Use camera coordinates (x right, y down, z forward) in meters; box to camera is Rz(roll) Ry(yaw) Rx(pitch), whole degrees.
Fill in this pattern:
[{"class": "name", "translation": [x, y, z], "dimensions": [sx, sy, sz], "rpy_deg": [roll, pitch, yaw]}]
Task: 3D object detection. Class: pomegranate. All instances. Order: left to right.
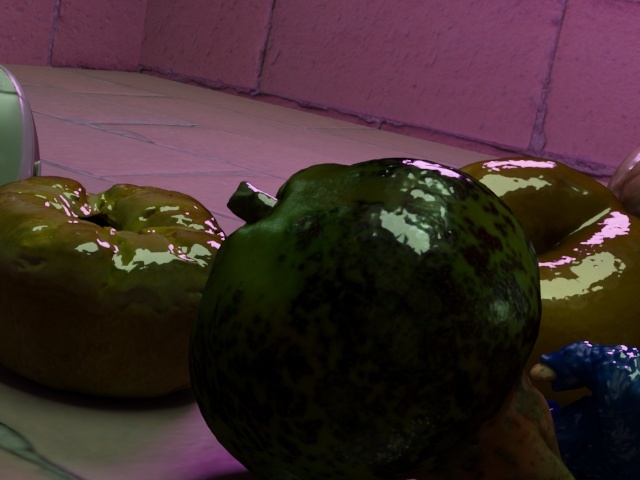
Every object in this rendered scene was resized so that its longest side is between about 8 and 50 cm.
[{"class": "pomegranate", "translation": [0.056, 0.069, 0.786], "dimensions": [0.277, 0.222, 0.204], "rpy_deg": [23, 47, -30]}]

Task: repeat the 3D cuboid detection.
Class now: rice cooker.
[{"class": "rice cooker", "translation": [-0.328, -0.066, 1.140], "dimensions": [0.145, 0.206, 0.127], "rpy_deg": [-1, -6, -2]}]

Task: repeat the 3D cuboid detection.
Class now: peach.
[{"class": "peach", "translation": [0.183, 0.034, 1.064], "dimensions": [0.251, 0.153, 0.251], "rpy_deg": [14, 37, -11]}]

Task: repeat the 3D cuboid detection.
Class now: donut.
[{"class": "donut", "translation": [-0.173, 0.029, 0.959], "dimensions": [0.209, 0.128, 0.261], "rpy_deg": [7, 11, -13]}]

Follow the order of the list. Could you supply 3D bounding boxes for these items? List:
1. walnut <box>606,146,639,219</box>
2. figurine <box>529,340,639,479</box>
[{"class": "walnut", "translation": [0.450, -0.014, 1.504], "dimensions": [0.248, 0.248, 0.248], "rpy_deg": [10, 11, -2]}, {"class": "figurine", "translation": [0.228, 0.138, 0.827], "dimensions": [0.262, 0.120, 0.164], "rpy_deg": [-12, -34, 45]}]
